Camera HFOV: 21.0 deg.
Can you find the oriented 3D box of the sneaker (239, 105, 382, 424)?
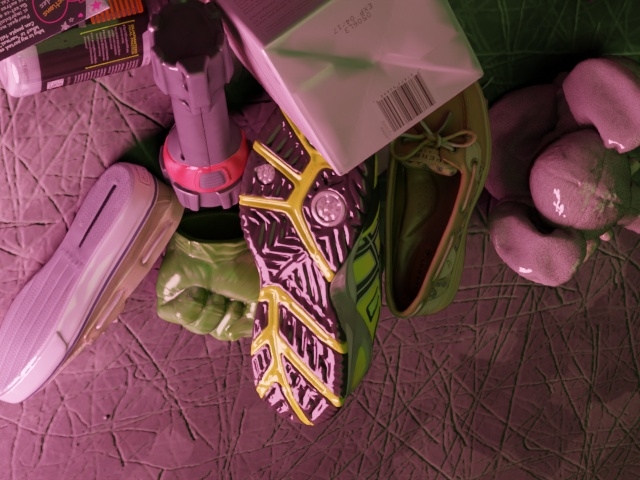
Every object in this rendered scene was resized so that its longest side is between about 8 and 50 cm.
[{"bbox_3d":[0.000,0.000,1.870,0.147,0.145,0.385,-36,137,-62],"label":"sneaker"}]

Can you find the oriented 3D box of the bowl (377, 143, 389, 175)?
[{"bbox_3d":[0.057,-0.150,1.911,0.142,0.053,0.142,-45,142,-43],"label":"bowl"}]

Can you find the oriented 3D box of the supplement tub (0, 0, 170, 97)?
[{"bbox_3d":[-0.231,-0.218,1.709,0.190,0.117,0.117,-16,126,-17],"label":"supplement tub"}]

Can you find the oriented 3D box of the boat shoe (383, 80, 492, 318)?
[{"bbox_3d":[0.123,-0.054,1.890,0.089,0.104,0.285,-12,108,-69],"label":"boat shoe"}]

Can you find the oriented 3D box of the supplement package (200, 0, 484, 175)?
[{"bbox_3d":[-0.003,-0.234,1.699,0.177,0.293,0.175,-35,129,-2],"label":"supplement package"}]

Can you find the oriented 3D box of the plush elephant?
[{"bbox_3d":[0.299,-0.077,1.976,0.330,0.255,0.272,20,109,-35],"label":"plush elephant"}]

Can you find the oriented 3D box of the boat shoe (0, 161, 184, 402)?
[{"bbox_3d":[-0.252,0.058,1.884,0.094,0.109,0.302,27,102,-38],"label":"boat shoe"}]

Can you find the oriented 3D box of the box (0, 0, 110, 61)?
[{"bbox_3d":[-0.312,-0.276,1.547,0.163,0.247,0.142,-27,130,-9],"label":"box"}]

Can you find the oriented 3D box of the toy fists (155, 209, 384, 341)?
[{"bbox_3d":[-0.053,0.042,1.980,0.279,0.096,0.142,-7,123,-25],"label":"toy fists"}]

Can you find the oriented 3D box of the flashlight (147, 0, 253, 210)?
[{"bbox_3d":[-0.123,-0.138,1.744,0.103,0.103,0.304,-57,164,-22],"label":"flashlight"}]
